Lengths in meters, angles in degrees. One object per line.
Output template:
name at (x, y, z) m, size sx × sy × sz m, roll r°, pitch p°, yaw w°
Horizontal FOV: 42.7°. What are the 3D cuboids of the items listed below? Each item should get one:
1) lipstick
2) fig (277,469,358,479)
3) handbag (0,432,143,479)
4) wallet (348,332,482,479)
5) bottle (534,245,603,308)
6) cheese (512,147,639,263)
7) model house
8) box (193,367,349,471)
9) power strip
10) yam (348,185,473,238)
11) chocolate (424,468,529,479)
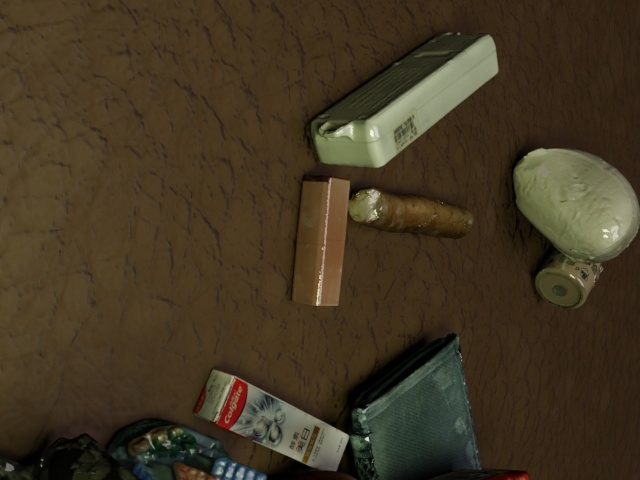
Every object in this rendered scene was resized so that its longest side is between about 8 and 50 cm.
lipstick at (0.000, 0.000, 0.930) m, size 0.045 × 0.045 × 0.145 m, roll 6°, pitch 90°, yaw -51°
fig at (0.009, 0.378, 0.870) m, size 0.159 × 0.159 × 0.257 m, roll 4°, pitch 71°, yaw -49°
handbag at (-0.154, 0.373, 0.608) m, size 0.180 × 0.317 × 0.416 m, roll -12°, pitch 108°, yaw -33°
wallet at (0.133, 0.322, 1.092) m, size 0.237 × 0.075 × 0.342 m, roll -29°, pitch 113°, yaw -47°
bottle at (0.435, 0.039, 1.394) m, size 0.152 × 0.099 × 0.099 m, roll -48°, pitch 128°, yaw -38°
cheese at (0.411, -0.055, 1.290) m, size 0.154 × 0.198 × 0.189 m, roll -44°, pitch 151°, yaw 7°
model house at (-0.109, 0.241, 0.760) m, size 0.148 × 0.149 × 0.119 m, roll 41°, pitch 64°, yaw -46°
box at (-0.048, 0.204, 0.906) m, size 0.218 × 0.039 × 0.055 m, roll 37°, pitch 69°, yaw -44°
power strip at (0.114, -0.181, 0.996) m, size 0.338 × 0.098 × 0.058 m, roll -40°, pitch 124°, yaw -38°
yam at (0.122, -0.033, 1.058) m, size 0.241 × 0.057 × 0.056 m, roll 8°, pitch 89°, yaw -49°
chocolate at (0.151, 0.404, 0.989) m, size 0.237 × 0.108 × 0.234 m, roll 0°, pitch 91°, yaw -48°
